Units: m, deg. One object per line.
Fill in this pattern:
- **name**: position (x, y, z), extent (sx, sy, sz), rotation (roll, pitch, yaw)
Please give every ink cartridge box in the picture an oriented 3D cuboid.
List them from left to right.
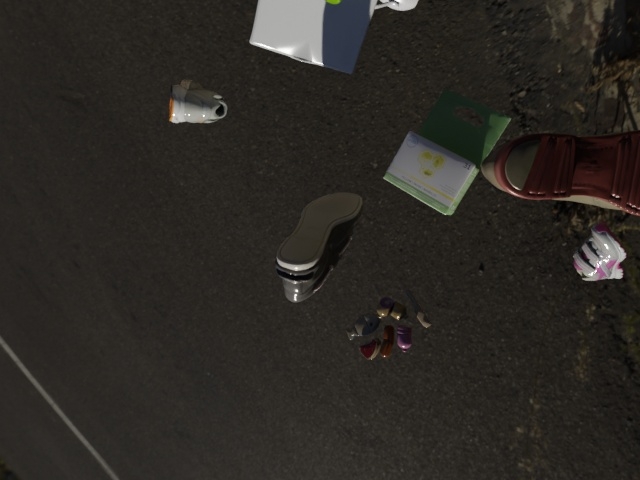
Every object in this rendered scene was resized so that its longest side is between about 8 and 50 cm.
- **ink cartridge box**: position (0.267, -0.196, 0.983), extent (0.171, 0.056, 0.234), rotation (36, 109, 26)

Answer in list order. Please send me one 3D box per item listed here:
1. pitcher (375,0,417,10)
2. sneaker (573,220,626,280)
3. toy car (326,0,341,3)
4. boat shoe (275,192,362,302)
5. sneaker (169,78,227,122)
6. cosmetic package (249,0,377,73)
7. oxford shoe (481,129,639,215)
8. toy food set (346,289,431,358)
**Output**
- **pitcher**: position (0.253, -0.898, 1.661), extent (0.207, 0.177, 0.125), rotation (12, 165, -7)
- **sneaker**: position (0.777, 0.046, 1.286), extent (0.111, 0.102, 0.252), rotation (-22, 134, 16)
- **toy car**: position (-0.002, -0.456, 0.614), extent (0.189, 0.155, 0.149), rotation (32, -179, -14)
- **boat shoe**: position (0.000, 0.000, 0.937), extent (0.112, 0.335, 0.095), rotation (13, 123, 17)
- **sneaker**: position (-0.282, -0.321, 1.087), extent (0.121, 0.262, 0.099), rotation (7, 113, -11)
- **cosmetic package**: position (0.019, -0.531, 0.827), extent (0.218, 0.156, 0.384), rotation (15, 130, -11)
- **oxford shoe**: position (0.429, -0.112, 0.712), extent (0.349, 0.130, 0.122), rotation (8, 100, -3)
- **toy food set**: position (0.088, 0.123, 0.623), extent (0.122, 0.019, 0.077), rotation (-45, 61, 29)
